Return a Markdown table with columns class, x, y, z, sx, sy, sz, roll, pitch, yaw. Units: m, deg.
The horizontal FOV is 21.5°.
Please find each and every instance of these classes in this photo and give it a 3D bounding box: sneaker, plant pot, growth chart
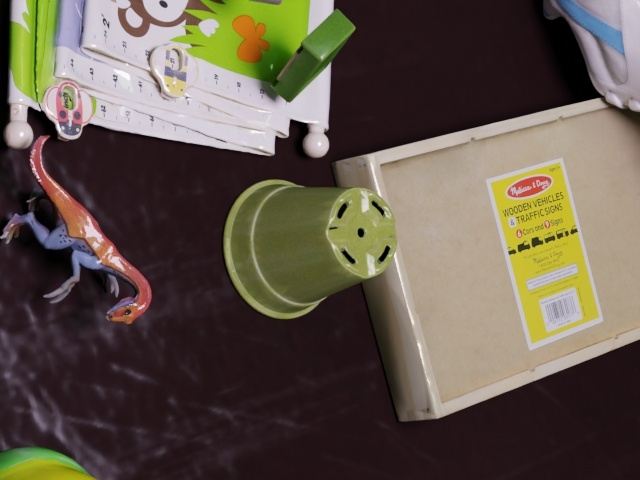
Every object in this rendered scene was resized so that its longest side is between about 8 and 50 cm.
| class | x | y | z | sx | sy | sz | roll | pitch | yaw |
| --- | --- | --- | --- | --- | --- | --- | --- | --- | --- |
| sneaker | 0.242 | -0.115 | 1.116 | 0.087 | 0.092 | 0.228 | -19 | 65 | -43 |
| plant pot | 0.000 | 0.000 | 0.962 | 0.083 | 0.079 | 0.083 | 7 | 78 | -37 |
| growth chart | -0.079 | -0.129 | 0.958 | 0.237 | 0.021 | 0.172 | 2 | 80 | -39 |

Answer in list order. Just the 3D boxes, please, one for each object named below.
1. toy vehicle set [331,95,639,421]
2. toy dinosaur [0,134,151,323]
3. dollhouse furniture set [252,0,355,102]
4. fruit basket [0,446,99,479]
| class | x | y | z | sx | sy | sz | roll | pitch | yaw |
| --- | --- | --- | --- | --- | --- | --- | --- | --- | --- |
| toy vehicle set | 0.136 | 0.003 | 1.099 | 0.267 | 0.035 | 0.166 | -15 | 92 | -39 |
| toy dinosaur | -0.123 | 0.005 | 0.869 | 0.082 | 0.090 | 0.047 | 24 | 45 | 14 |
| dollhouse furniture set | -0.049 | -0.155 | 0.959 | 0.152 | 0.058 | 0.076 | 43 | 63 | -2 |
| fruit basket | -0.056 | 0.280 | 0.806 | 0.392 | 0.283 | 0.392 | 6 | 46 | -6 |
